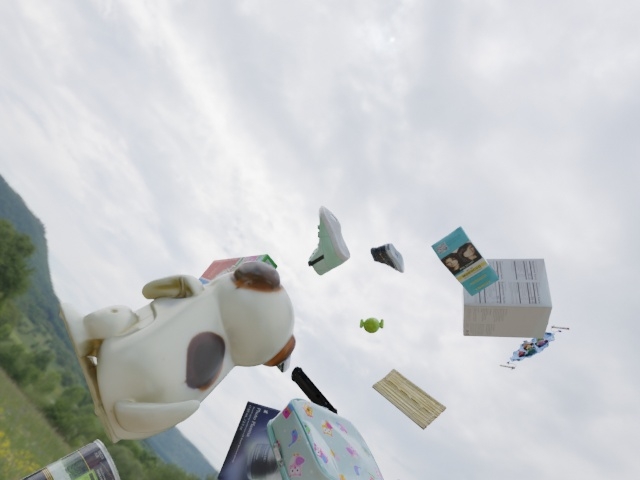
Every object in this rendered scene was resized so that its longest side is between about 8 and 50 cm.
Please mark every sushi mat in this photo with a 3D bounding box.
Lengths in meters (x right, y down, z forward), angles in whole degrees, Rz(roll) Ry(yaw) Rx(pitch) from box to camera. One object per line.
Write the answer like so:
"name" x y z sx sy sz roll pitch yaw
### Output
"sushi mat" 0.386 0.693 2.121 0.317 0.152 0.019 30 -43 44

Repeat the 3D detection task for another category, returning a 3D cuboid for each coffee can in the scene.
"coffee can" -0.746 0.737 1.385 0.202 0.276 0.201 21 -60 41

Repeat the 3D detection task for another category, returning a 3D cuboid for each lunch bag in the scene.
"lunch bag" 0.015 0.469 1.012 0.279 0.108 0.224 39 12 -38

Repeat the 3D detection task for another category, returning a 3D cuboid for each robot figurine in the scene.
"robot figurine" 0.217 0.358 2.030 0.101 0.066 0.115 1 -7 12

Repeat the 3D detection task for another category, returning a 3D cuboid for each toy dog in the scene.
"toy dog" -0.246 0.184 0.949 0.396 0.408 0.284 -7 -77 56

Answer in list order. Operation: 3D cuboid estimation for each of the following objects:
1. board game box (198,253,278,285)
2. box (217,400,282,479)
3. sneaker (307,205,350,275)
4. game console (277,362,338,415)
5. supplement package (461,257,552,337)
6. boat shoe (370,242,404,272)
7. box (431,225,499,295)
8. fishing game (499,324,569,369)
"board game box" -0.325 0.161 1.645 0.317 0.242 0.064 -8 -52 43
"box" -0.176 0.800 1.804 0.295 0.296 0.182 10 -33 17
"sneaker" 0.000 0.000 1.651 0.151 0.255 0.094 -37 -45 23
"game console" -0.077 0.437 1.560 0.361 0.044 0.213 47 -21 16
"supplement package" 0.616 0.195 1.627 0.263 0.197 0.199 -1 -40 15
"boat shoe" 0.253 0.068 1.801 0.083 0.065 0.183 -10 -36 26
"box" 0.423 0.065 1.393 0.244 0.101 0.060 40 21 -41
"fishing game" 0.777 0.385 1.773 0.041 0.264 0.189 55 -2 8
